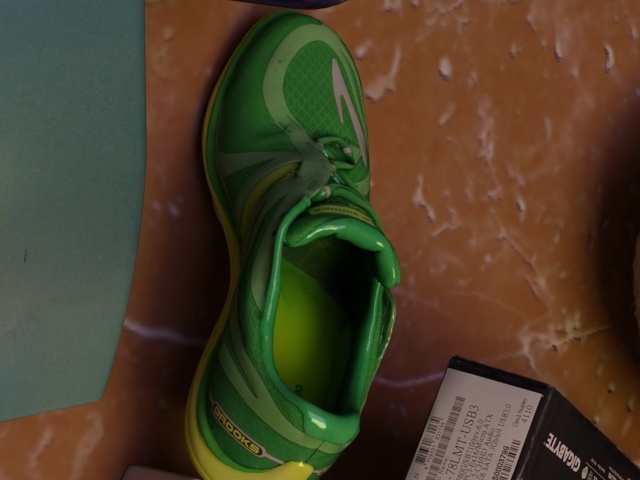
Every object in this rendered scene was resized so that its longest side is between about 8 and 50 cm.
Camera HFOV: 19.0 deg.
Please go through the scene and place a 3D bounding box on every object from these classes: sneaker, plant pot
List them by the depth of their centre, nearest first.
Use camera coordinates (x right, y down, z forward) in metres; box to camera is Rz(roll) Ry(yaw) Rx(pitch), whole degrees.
[{"bbox_3d":[-0.185,-0.032,0.951,0.165,0.166,0.234,-10,103,-29],"label":"plant pot"},{"bbox_3d":[0.000,0.000,1.041,0.109,0.123,0.295,19,57,-29],"label":"sneaker"}]

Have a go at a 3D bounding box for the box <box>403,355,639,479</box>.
[{"bbox_3d":[0.099,0.249,1.074,0.295,0.073,0.293,41,70,-56],"label":"box"}]

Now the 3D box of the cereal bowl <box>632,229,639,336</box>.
[{"bbox_3d":[0.345,0.061,1.212,0.339,0.141,0.339,9,57,-15],"label":"cereal bowl"}]

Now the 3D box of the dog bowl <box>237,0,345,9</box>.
[{"bbox_3d":[-0.028,-0.253,0.970,0.104,0.265,0.265,7,87,-30],"label":"dog bowl"}]

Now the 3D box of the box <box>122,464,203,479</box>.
[{"bbox_3d":[-0.044,0.218,1.061,0.170,0.091,0.130,29,75,-25],"label":"box"}]
